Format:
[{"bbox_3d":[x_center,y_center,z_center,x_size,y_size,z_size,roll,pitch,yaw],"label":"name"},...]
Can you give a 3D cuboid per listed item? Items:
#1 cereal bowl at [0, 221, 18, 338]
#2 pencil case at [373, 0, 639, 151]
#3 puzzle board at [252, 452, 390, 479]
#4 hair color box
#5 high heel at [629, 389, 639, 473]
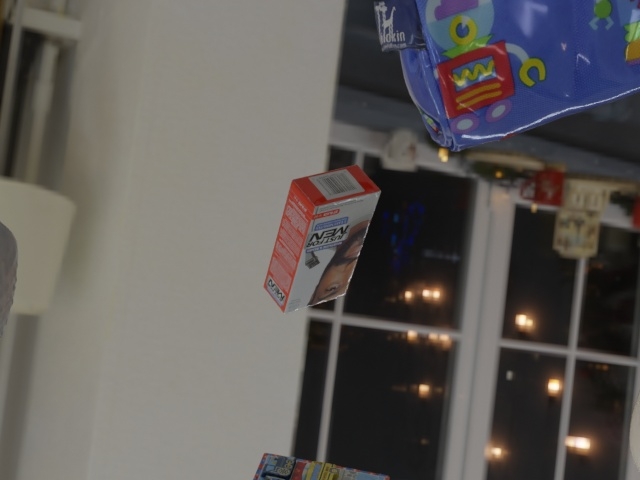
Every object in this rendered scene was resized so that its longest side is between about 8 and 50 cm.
[{"bbox_3d":[-0.377,0.053,0.745,0.339,0.141,0.339,2,165,1],"label":"cereal bowl"},{"bbox_3d":[0.176,-0.153,0.596,0.306,0.133,0.119,-20,-159,5],"label":"pencil case"},{"bbox_3d":[-0.006,0.188,0.779,0.096,0.011,0.128,8,-158,7],"label":"puzzle board"},{"bbox_3d":[0.000,0.000,1.290,0.093,0.167,0.053,-16,-129,-32],"label":"hair color box"},{"bbox_3d":[0.231,0.097,0.537,0.186,0.261,0.093,-6,-156,-42],"label":"high heel"}]
